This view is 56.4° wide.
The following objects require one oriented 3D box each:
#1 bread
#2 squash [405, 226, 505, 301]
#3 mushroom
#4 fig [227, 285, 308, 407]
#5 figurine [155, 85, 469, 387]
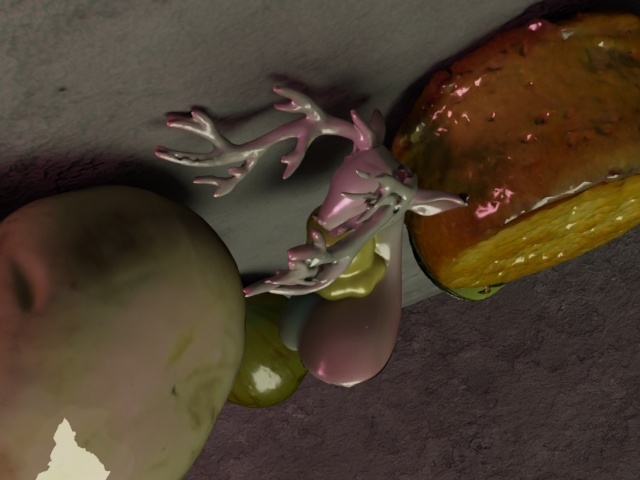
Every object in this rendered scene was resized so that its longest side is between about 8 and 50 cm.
[{"bbox_3d":[0.266,-0.098,0.740,0.398,0.215,0.398,-16,160,-6],"label":"bread"},{"bbox_3d":[0.272,-0.004,1.049,0.220,0.220,0.133,-10,163,-36],"label":"squash"},{"bbox_3d":[-0.234,0.123,0.637,0.325,0.353,0.353,9,149,-33],"label":"mushroom"},{"bbox_3d":[-0.139,0.194,1.174,0.239,0.239,0.271,-21,134,-1],"label":"fig"},{"bbox_3d":[0.012,0.005,0.609,0.284,0.206,0.316,-22,132,-31],"label":"figurine"}]
